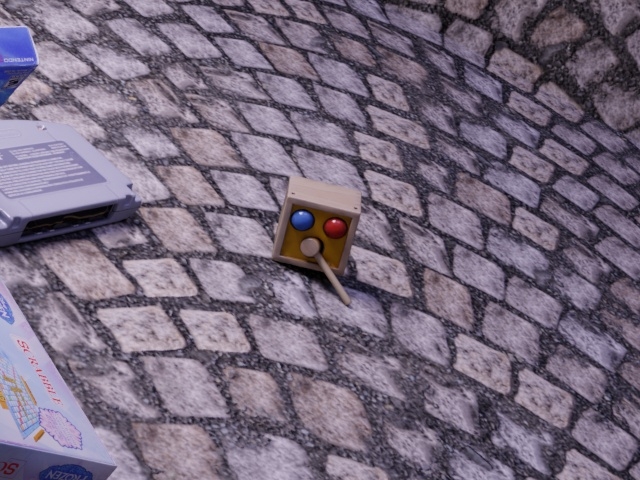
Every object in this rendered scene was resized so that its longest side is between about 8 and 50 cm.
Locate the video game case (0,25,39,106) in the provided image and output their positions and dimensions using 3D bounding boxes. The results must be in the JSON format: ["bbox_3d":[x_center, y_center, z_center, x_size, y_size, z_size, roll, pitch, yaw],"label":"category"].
[{"bbox_3d":[-0.507,-0.168,1.946,0.269,0.244,0.061,-8,72,-41],"label":"video game case"}]

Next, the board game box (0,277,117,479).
[{"bbox_3d":[-0.405,0.126,1.730,0.318,0.066,0.319,23,23,-51],"label":"board game box"}]

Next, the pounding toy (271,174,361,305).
[{"bbox_3d":[0.000,0.000,2.415,0.130,0.141,0.100,13,28,-4],"label":"pounding toy"}]

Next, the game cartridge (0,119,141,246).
[{"bbox_3d":[-0.398,-0.085,2.209,0.196,0.060,0.294,45,29,19],"label":"game cartridge"}]
